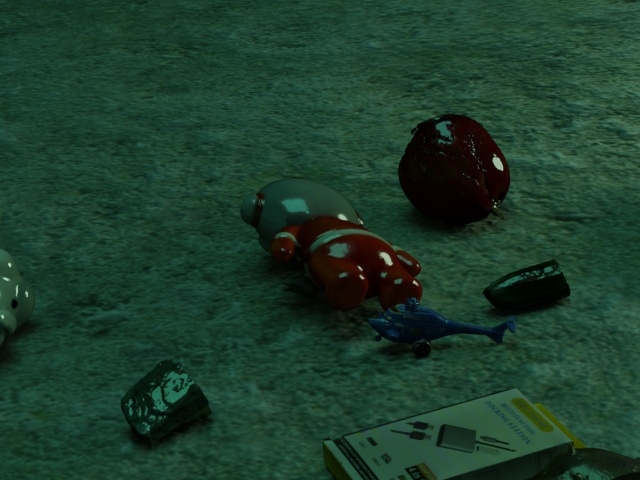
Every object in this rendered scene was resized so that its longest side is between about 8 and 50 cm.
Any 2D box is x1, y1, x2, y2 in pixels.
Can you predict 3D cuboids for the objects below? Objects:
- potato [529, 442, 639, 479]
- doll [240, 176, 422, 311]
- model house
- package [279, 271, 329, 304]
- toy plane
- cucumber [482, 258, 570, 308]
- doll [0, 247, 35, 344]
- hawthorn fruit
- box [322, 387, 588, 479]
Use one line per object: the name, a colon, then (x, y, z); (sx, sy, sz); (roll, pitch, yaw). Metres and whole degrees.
potato: (0.258, 0.220, 1.488); (0.172, 0.089, 0.100); (-16, 24, -18)
doll: (0.000, 0.000, 1.993); (0.200, 0.105, 0.336); (6, 22, -28)
model house: (-0.172, 0.178, 1.725); (0.083, 0.066, 0.079); (-37, 46, -20)
package: (-0.002, 0.061, 1.977); (0.037, 0.015, 0.110); (-21, 30, -40)
toy plane: (0.136, 0.096, 1.823); (0.167, 0.062, 0.054); (6, 25, 1)
cucumber: (0.242, 0.057, 1.897); (0.105, 0.048, 0.048); (-15, 26, -14)
doll: (-0.411, 0.082, 1.907); (0.107, 0.110, 0.180); (-20, 18, 16)
hawthorn fruit: (0.186, -0.085, 2.134); (0.172, 0.148, 0.148); (39, 43, 20)
box: (0.137, 0.208, 1.607); (0.247, 0.033, 0.129); (-14, 25, -18)
